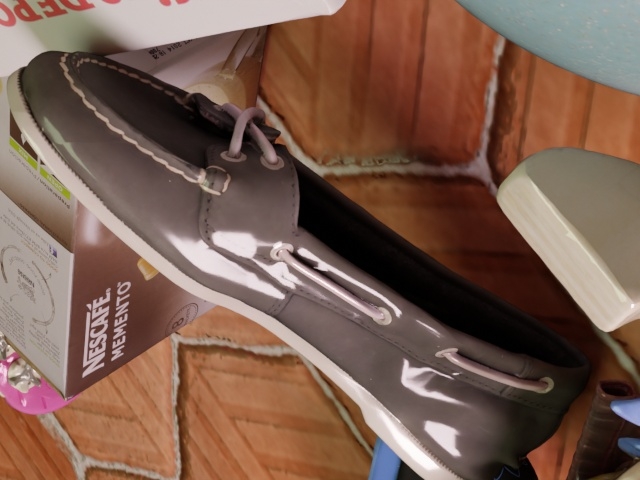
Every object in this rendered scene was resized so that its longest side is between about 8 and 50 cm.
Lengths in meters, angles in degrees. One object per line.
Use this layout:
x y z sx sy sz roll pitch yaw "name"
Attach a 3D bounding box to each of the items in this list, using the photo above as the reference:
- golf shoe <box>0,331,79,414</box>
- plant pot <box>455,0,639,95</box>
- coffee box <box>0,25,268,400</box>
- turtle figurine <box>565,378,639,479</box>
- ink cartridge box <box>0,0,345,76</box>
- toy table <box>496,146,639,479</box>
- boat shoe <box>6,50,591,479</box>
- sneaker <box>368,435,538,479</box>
-0.237 -0.027 1.267 0.140 0.115 0.306 14 121 61 "golf shoe"
0.100 -0.176 0.529 0.293 0.196 0.293 8 101 47 "plant pot"
-0.123 -0.041 1.059 0.098 0.141 0.246 41 142 25 "coffee box"
0.126 0.226 0.857 0.266 0.198 0.274 -28 87 37 "turtle figurine"
-0.140 -0.269 0.764 0.279 0.160 0.384 -2 133 49 "ink cartridge box"
0.201 0.037 0.680 0.252 0.161 0.274 45 145 21 "toy table"
0.000 0.000 0.867 0.335 0.095 0.112 40 -162 -27 "boat shoe"
0.070 0.191 1.042 0.090 0.081 0.232 42 143 36 "sneaker"
